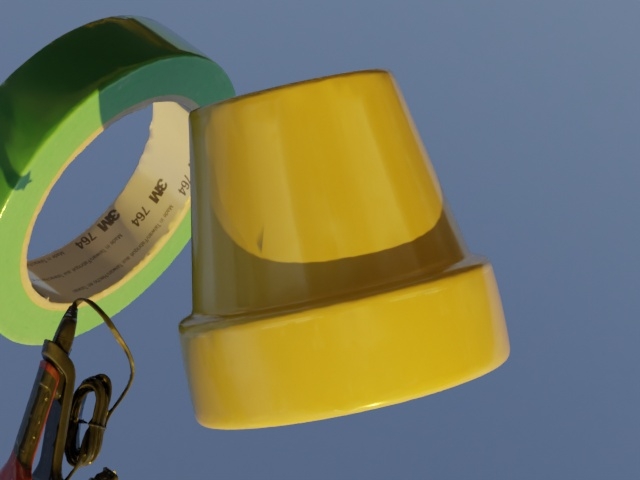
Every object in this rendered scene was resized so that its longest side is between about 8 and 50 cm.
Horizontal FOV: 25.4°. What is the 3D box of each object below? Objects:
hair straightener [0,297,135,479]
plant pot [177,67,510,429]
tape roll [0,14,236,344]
[{"bbox_3d":[-0.190,0.157,1.044,0.089,0.047,0.230,21,-105,-40],"label":"hair straightener"},{"bbox_3d":[0.000,0.000,1.103,0.254,0.254,0.239,-15,-87,-35],"label":"plant pot"},{"bbox_3d":[-0.213,-0.053,1.332,0.077,0.321,0.321,37,-135,22],"label":"tape roll"}]
